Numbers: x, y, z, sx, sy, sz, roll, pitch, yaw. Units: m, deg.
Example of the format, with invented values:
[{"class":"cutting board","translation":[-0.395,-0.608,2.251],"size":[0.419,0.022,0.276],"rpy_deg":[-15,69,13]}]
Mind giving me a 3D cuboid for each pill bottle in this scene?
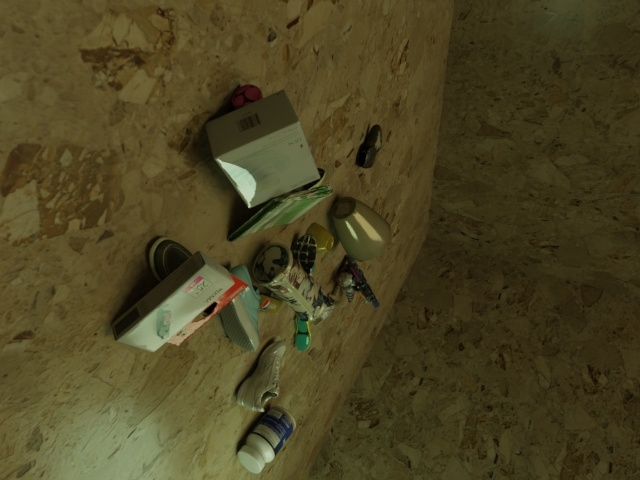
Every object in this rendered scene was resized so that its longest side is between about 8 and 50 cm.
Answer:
[{"class":"pill bottle","translation":[-0.241,0.892,1.812],"size":[0.265,0.153,0.153],"rpy_deg":[-39,141,-49]}]

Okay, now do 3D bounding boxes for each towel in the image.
[{"class":"towel","translation":[-0.116,-0.090,1.304],"size":[0.248,0.038,0.325],"rpy_deg":[-34,176,34]}]

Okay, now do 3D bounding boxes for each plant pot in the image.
[{"class":"plant pot","translation":[0.000,0.000,1.745],"size":[0.134,0.095,0.134],"rpy_deg":[-45,145,-45]},{"class":"plant pot","translation":[0.170,-0.078,1.918],"size":[0.274,0.257,0.256],"rpy_deg":[46,64,-46]}]

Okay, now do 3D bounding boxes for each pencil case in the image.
[{"class":"pencil case","translation":[-0.173,-0.324,1.128],"size":[0.095,0.098,0.209],"rpy_deg":[-62,156,-22]},{"class":"pencil case","translation":[-0.102,0.169,1.502],"size":[0.160,0.183,0.410],"rpy_deg":[-42,143,-5]}]

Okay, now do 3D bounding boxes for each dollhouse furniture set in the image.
[{"class":"dollhouse furniture set","translation":[0.093,0.300,2.186],"size":[0.114,0.081,0.091],"rpy_deg":[-66,156,-12]}]

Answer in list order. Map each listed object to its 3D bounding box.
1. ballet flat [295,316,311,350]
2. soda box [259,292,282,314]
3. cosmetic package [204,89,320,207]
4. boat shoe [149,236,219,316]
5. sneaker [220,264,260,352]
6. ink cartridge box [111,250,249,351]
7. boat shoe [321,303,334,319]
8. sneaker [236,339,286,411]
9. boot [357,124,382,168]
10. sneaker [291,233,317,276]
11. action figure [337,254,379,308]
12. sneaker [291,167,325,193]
[{"class":"ballet flat","translation":[-0.079,0.427,1.928],"size":[0.077,0.077,0.230],"rpy_deg":[-66,160,-55]},{"class":"soda box","translation":[-0.212,0.234,1.504],"size":[0.061,0.058,0.181],"rpy_deg":[-68,157,-8]},{"class":"cosmetic package","translation":[-0.146,-0.233,1.070],"size":[0.224,0.138,0.224],"rpy_deg":[-23,149,2]},{"class":"boat shoe","translation":[-0.348,0.105,1.072],"size":[0.109,0.091,0.305],"rpy_deg":[-57,153,-30]},{"class":"sneaker","translation":[-0.244,0.232,1.341],"size":[0.150,0.135,0.365],"rpy_deg":[-48,148,-36]},{"class":"ink cartridge box","translation":[-0.333,0.177,1.023],"size":[0.275,0.060,0.239],"rpy_deg":[-41,144,0]},{"class":"boat shoe","translation":[0.009,0.360,2.032],"size":[0.258,0.095,0.084],"rpy_deg":[23,82,-65]},{"class":"sneaker","translation":[-0.205,0.555,1.642],"size":[0.305,0.152,0.114],"rpy_deg":[-57,151,-32]},{"class":"boot","translation":[0.240,-0.452,1.951],"size":[0.106,0.082,0.219],"rpy_deg":[-29,135,-61]},{"class":"sneaker","translation":[-0.066,0.079,1.692],"size":[0.110,0.107,0.275],"rpy_deg":[-67,169,-52]},{"class":"action figure","translation":[0.192,0.273,2.211],"size":[0.179,0.341,0.330],"rpy_deg":[-33,146,6]},{"class":"sneaker","translation":[-0.050,-0.186,1.532],"size":[0.208,0.082,0.094],"rpy_deg":[-53,153,-12]}]
